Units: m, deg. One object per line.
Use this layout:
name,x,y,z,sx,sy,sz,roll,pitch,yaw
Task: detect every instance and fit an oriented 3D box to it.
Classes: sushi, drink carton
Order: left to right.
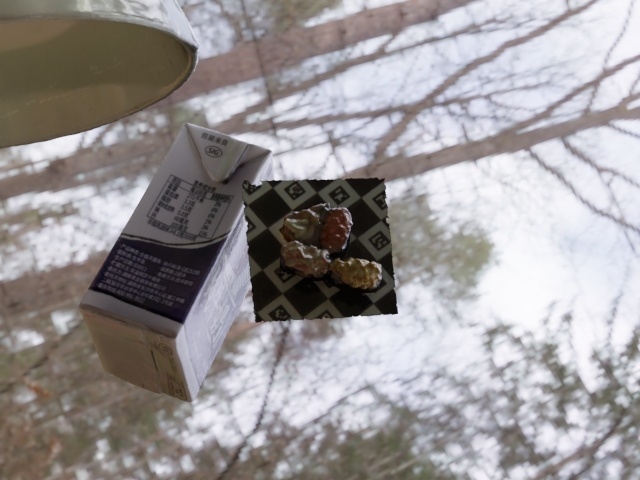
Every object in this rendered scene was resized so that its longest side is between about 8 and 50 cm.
drink carton,-0.125,0.018,1.282,0.101,0.222,0.134,17,-30,15
sushi,0.000,0.000,1.096,0.026,0.120,0.126,98,-13,-66

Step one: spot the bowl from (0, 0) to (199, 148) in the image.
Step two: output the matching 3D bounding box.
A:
bowl,-0.236,-0.169,0.982,0.277,0.277,0.145,-28,-108,51
